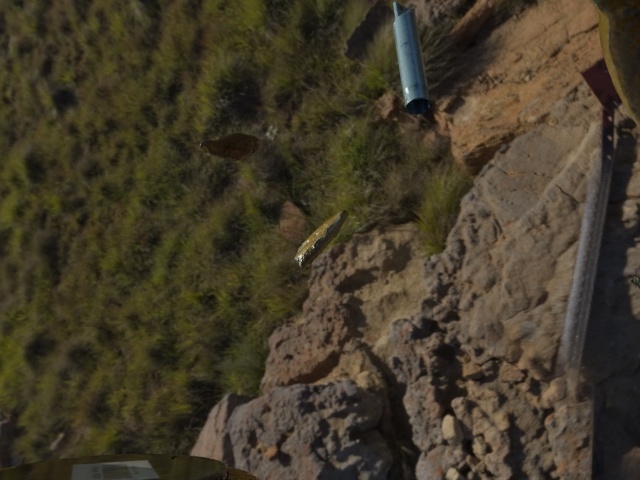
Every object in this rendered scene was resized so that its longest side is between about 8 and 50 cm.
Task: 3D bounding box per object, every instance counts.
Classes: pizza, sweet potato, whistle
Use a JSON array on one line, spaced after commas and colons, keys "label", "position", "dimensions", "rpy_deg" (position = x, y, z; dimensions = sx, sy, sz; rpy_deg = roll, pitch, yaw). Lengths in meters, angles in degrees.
[{"label": "pizza", "position": [0.001, 0.000, 1.092], "dimensions": [0.160, 0.036, 0.099], "rpy_deg": [-47, 11, -16]}, {"label": "sweet potato", "position": [-0.187, -0.197, 1.077], "dimensions": [0.067, 0.206, 0.060], "rpy_deg": [17, 106, 18]}, {"label": "whistle", "position": [0.214, -0.445, 1.228], "dimensions": [0.062, 0.062, 0.313], "rpy_deg": [-22, 61, 36]}]

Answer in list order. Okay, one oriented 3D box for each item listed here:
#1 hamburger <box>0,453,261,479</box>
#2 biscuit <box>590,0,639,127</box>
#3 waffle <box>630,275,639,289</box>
[{"label": "hamburger", "position": [-0.210, 0.345, 0.476], "dimensions": [0.329, 0.329, 0.251], "rpy_deg": [-13, 70, 38]}, {"label": "biscuit", "position": [0.475, -0.251, 0.568], "dimensions": [0.287, 0.057, 0.344], "rpy_deg": [-25, 105, 36]}, {"label": "waffle", "position": [0.729, 0.126, 1.062], "dimensions": [0.023, 0.152, 0.097], "rpy_deg": [-52, 8, -8]}]
